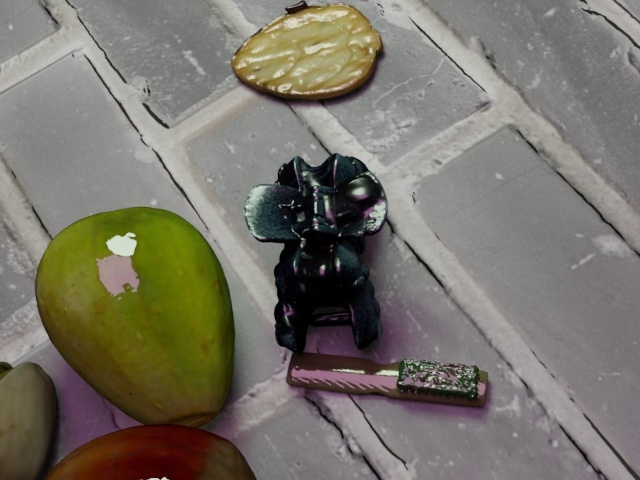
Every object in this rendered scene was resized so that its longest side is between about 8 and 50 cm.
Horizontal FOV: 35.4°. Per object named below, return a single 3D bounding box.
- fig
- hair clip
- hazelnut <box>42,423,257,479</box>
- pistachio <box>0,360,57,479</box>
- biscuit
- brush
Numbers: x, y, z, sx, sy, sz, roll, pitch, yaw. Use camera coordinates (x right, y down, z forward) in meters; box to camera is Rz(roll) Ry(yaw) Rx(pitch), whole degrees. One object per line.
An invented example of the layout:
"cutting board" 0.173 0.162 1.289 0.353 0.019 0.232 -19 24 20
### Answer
"fig" -0.240 0.112 1.384 0.258 0.258 0.326 -28 79 -6
"hair clip" 0.000 0.000 1.420 0.194 0.206 0.310 -4 59 3
"hazelnut" -0.197 0.421 1.151 0.359 0.359 0.410 -6 61 6
"pistachio" -0.442 0.265 1.391 0.137 0.153 0.238 2 34 0
"biscuit" -0.024 -0.317 1.699 0.259 0.041 0.203 -9 63 5
"brush" 0.090 0.189 1.397 0.282 0.048 0.054 4 62 14
